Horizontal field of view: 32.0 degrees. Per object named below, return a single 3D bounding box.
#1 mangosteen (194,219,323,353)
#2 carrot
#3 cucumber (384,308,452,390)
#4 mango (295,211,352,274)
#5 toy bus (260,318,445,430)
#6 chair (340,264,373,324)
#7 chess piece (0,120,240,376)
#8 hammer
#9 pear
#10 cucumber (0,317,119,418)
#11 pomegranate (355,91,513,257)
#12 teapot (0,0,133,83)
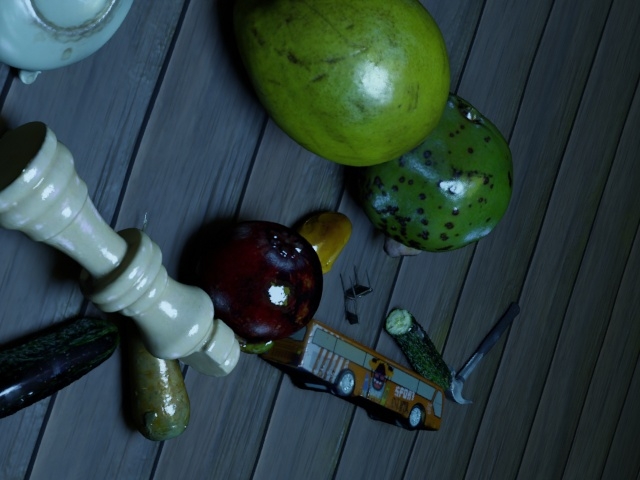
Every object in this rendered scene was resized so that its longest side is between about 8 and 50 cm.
[{"bbox_3d":[-0.090,0.069,1.476,0.200,0.200,0.199,-18,115,-45],"label":"mangosteen"},{"bbox_3d":[-0.216,0.111,1.417,0.078,0.078,0.298,-18,109,-45],"label":"carrot"},{"bbox_3d":[0.164,0.184,1.875,0.058,0.058,0.187,-54,134,-22],"label":"cucumber"},{"bbox_3d":[0.000,0.000,1.623,0.127,0.063,0.077,-44,126,-38],"label":"mango"},{"bbox_3d":[0.063,0.218,1.740,0.409,0.093,0.092,33,70,-49],"label":"toy bus"},{"bbox_3d":[0.058,0.085,1.734,0.042,0.037,0.086,-20,113,-32],"label":"chair"},{"bbox_3d":[-0.228,0.038,1.289,0.397,0.117,0.117,49,64,-34],"label":"chess piece"},{"bbox_3d":[0.303,0.204,2.060,0.246,0.029,0.103,-44,131,-33],"label":"hammer"},{"bbox_3d":[0.032,-0.237,1.452,0.307,0.253,0.253,47,66,-34],"label":"pear"},{"bbox_3d":[-0.327,0.148,1.289,0.241,0.074,0.074,-24,119,-44],"label":"cucumber"},{"bbox_3d":[0.164,-0.088,1.662,0.254,0.254,0.270,-19,138,-44],"label":"pomegranate"},{"bbox_3d":[-0.328,-0.285,1.092,0.318,0.149,0.220,19,95,-51],"label":"teapot"}]
